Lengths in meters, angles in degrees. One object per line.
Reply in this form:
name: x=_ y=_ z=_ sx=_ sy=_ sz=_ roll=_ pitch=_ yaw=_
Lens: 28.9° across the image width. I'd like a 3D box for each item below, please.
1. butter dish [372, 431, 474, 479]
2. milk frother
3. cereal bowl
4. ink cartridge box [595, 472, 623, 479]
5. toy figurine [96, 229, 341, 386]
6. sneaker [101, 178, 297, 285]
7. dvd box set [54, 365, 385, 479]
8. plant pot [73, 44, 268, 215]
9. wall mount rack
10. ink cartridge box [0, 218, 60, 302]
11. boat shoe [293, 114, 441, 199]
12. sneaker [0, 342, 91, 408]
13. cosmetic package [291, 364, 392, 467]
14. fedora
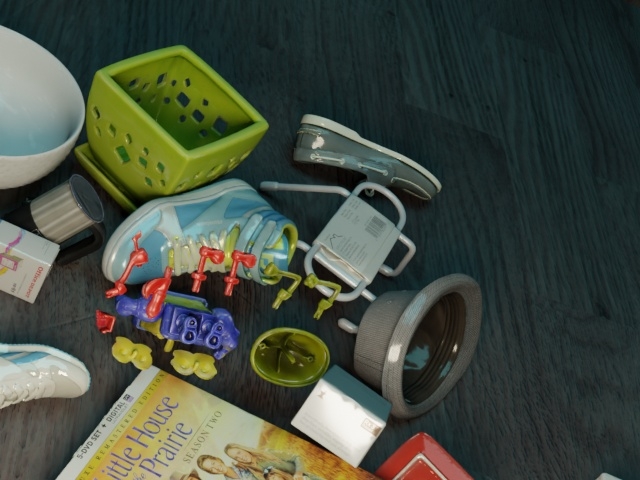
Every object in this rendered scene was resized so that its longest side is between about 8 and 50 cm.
butter dish: x=0.150 y=0.393 z=1.837 sx=0.160 sy=0.118 sz=0.160 roll=-43 pitch=74 yaw=-8
milk frother: x=-0.405 y=-0.048 z=1.913 sx=0.129 sy=0.134 sz=0.143 roll=45 pitch=22 yaw=-53
cereal bowl: x=-0.554 y=-0.201 z=1.978 sx=0.339 sy=0.141 sz=0.339 roll=19 pitch=39 yaw=-16
ink cartridge box: x=0.499 y=0.527 z=1.931 sx=0.197 sy=0.114 sz=0.273 roll=24 pitch=38 yaw=-12
toy figurine: x=-0.177 y=0.098 z=1.879 sx=0.362 sy=0.191 sz=0.217 roll=12 pitch=1 yaw=-26
sneaker: x=-0.169 y=0.013 z=1.959 sx=0.319 sy=0.127 sz=0.208 roll=-28 pitch=46 yaw=-36
dvd box set: x=-0.119 y=0.355 z=1.667 sx=0.420 sy=0.062 sz=0.307 roll=26 pitch=34 yaw=7
plant pot: x=-0.263 y=-0.165 z=2.092 sx=0.228 sy=0.207 sz=0.227 roll=43 pitch=37 yaw=15
wall mount rack: x=0.000 y=0.000 z=2.171 sx=0.304 sy=0.130 sz=0.350 roll=37 pitch=37 yaw=0
ink cartridge box: x=-0.458 y=0.027 z=1.831 sx=0.122 sy=0.088 sz=0.052 roll=24 pitch=37 yaw=-11
boat shoe: x=0.088 y=-0.139 z=2.436 sx=0.319 sy=0.116 sz=0.099 roll=25 pitch=80 yaw=-20
sneaker: x=-0.427 y=0.190 z=1.682 sx=0.228 sy=0.087 sz=0.092 roll=10 pitch=48 yaw=-16
cosmetic package: x=0.035 y=0.256 z=1.837 sx=0.117 sy=0.085 sz=0.231 roll=34 pitch=4 yaw=6
fedora: x=0.145 y=0.161 z=2.044 sx=0.124 sy=0.244 sz=0.275 roll=18 pitch=35 yaw=31
